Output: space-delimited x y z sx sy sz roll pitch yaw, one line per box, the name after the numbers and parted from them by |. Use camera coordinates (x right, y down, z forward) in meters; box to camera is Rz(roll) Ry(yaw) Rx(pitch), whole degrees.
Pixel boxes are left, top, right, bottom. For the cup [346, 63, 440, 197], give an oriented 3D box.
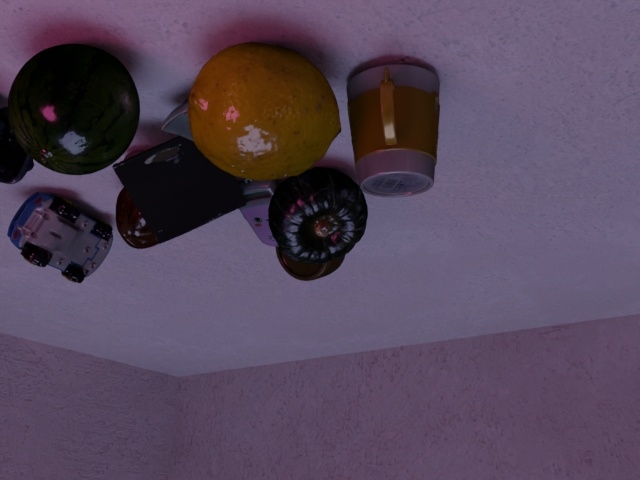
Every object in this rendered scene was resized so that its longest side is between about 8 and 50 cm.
0.138 -0.218 1.394 0.185 0.226 0.241 -4 165 12 | cup

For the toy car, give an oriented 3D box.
-0.727 -0.012 2.042 0.166 0.198 0.314 29 174 27 | toy car

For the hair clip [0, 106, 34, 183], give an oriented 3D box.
-0.754 -0.204 1.528 0.310 0.206 0.194 -10 161 16 | hair clip

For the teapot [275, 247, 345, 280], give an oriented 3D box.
0.000 0.000 2.037 0.268 0.185 0.175 -46 167 32 | teapot

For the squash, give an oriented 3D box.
-0.005 -0.063 1.802 0.252 0.165 0.252 -12 133 -13 | squash

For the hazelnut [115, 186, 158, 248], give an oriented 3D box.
-0.443 -0.074 1.853 0.178 0.178 0.204 20 151 -38 | hazelnut

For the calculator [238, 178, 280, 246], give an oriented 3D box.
-0.137 -0.076 1.911 0.141 0.045 0.246 -8 132 25 | calculator

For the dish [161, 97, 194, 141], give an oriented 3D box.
-0.211 -0.247 1.545 0.151 0.077 0.212 -15 153 39 | dish

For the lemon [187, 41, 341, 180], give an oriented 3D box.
-0.100 -0.235 1.346 0.310 0.254 0.253 5 159 -31 | lemon

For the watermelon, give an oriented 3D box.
-0.457 -0.243 1.354 0.242 0.242 0.242 1 158 1 | watermelon

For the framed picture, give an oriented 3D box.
-0.321 -0.126 1.721 0.244 0.013 0.324 -26 147 -8 | framed picture

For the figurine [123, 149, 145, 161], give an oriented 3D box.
-0.434 -0.183 1.733 0.071 0.067 0.083 -5 151 -43 | figurine
